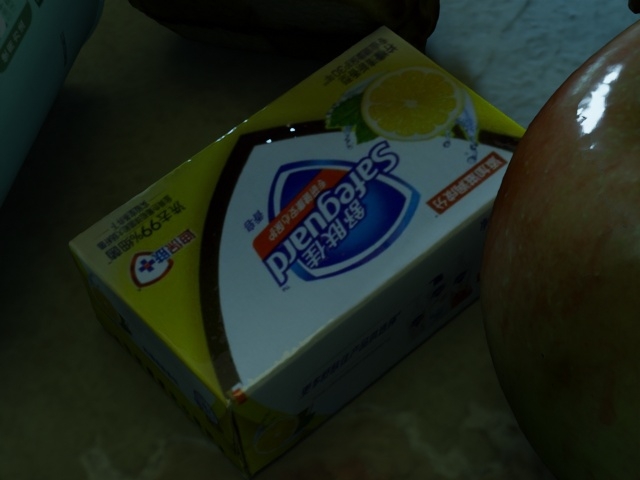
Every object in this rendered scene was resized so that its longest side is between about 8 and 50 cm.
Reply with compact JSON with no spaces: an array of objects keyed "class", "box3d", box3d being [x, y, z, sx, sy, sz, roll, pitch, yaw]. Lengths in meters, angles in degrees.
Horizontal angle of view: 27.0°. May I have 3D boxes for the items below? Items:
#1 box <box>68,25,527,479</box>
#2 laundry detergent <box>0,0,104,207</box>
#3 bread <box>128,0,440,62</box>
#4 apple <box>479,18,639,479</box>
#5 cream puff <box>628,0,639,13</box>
[{"class":"box","box3d":[0.000,0.000,0.839,0.265,0.097,0.168,-35,57,-18]},{"class":"laundry detergent","box3d":[-0.320,-0.098,0.834,0.287,0.287,0.305,9,55,14]},{"class":"bread","box3d":[-0.029,-0.192,0.937,0.222,0.181,0.096,10,80,14]},{"class":"apple","box3d":[0.241,0.016,0.681,0.319,0.277,0.319,-5,56,7]},{"class":"cream puff","box3d":[0.267,-0.255,0.901,0.269,0.241,0.154,-16,58,46]}]
